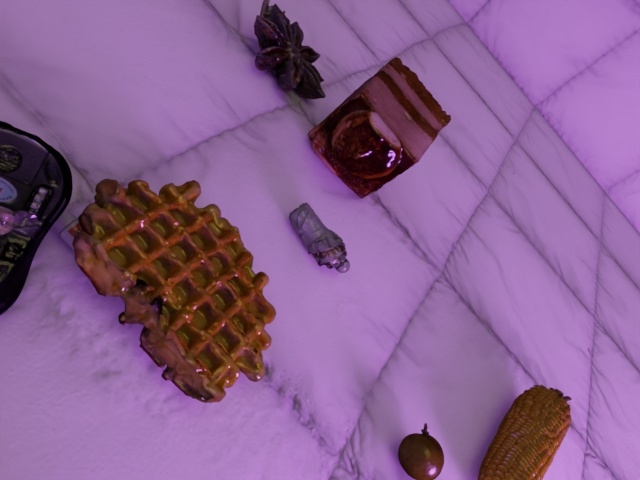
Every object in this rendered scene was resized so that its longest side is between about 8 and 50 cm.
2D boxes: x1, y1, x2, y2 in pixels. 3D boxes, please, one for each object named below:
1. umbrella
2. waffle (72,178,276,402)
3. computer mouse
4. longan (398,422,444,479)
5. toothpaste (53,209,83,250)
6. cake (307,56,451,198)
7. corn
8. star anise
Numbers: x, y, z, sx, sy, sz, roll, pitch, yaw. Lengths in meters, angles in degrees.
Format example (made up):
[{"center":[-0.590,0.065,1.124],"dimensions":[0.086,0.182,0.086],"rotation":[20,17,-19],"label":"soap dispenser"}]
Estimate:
[{"center":[0.000,0.000,0.820],"dimensions":[0.143,0.062,0.067],"rotation":[49,11,-2],"label":"umbrella"},{"center":[-0.177,0.051,0.598],"dimensions":[0.283,0.065,0.310],"rotation":[21,45,-44],"label":"waffle"},{"center":[-0.360,-0.018,0.487],"dimensions":[0.137,0.096,0.233],"rotation":[24,53,-19],"label":"computer mouse"},{"center":[0.155,0.322,0.713],"dimensions":[0.075,0.075,0.083],"rotation":[21,78,-30],"label":"longan"},{"center":[-0.248,0.046,0.589],"dimensions":[0.218,0.033,0.052],"rotation":[47,40,-12],"label":"toothpaste"},{"center":[0.111,-0.213,0.967],"dimensions":[0.196,0.198,0.293],"rotation":[48,46,-11],"label":"cake"},{"center":[0.371,0.373,0.853],"dimensions":[0.305,0.106,0.106],"rotation":[-26,80,-43],"label":"corn"},{"center":[-0.077,-0.416,1.019],"dimensions":[0.230,0.081,0.262],"rotation":[-32,96,-48],"label":"star anise"}]
